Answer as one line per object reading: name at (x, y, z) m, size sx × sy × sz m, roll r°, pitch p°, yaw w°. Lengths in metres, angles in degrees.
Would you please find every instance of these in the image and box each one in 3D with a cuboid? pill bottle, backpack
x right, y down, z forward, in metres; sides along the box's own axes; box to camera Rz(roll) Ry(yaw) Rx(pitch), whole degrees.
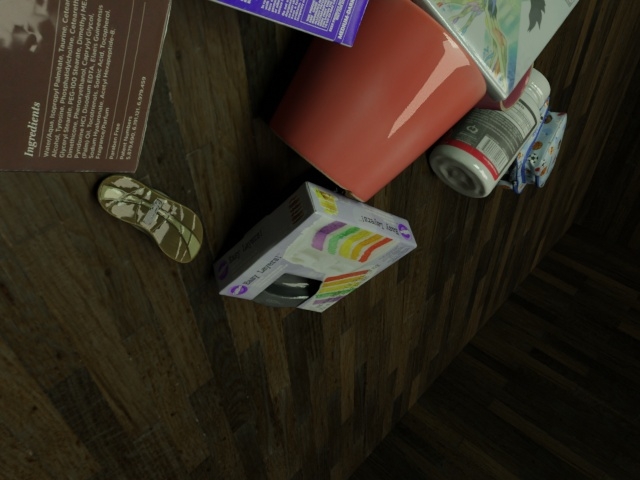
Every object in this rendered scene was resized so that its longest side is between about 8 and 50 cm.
pill bottle at (0.429, -0.277, 1.294) m, size 0.318 × 0.176 × 0.176 m, roll -52°, pitch 148°, yaw -10°
backpack at (0.575, -0.268, 1.496) m, size 0.276 × 0.213 × 0.263 m, roll -56°, pitch 159°, yaw -8°

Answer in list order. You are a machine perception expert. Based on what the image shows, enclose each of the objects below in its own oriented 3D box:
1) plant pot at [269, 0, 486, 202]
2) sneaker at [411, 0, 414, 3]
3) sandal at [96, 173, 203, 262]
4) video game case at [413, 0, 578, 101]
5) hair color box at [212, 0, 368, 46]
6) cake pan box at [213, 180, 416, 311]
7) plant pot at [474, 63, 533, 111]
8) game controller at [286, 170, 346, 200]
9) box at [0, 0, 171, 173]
plant pot at (0.067, -0.210, 0.795) m, size 0.243 × 0.275 × 0.275 m, roll -50°, pitch 150°, yaw 8°
sneaker at (0.156, -0.327, 0.970) m, size 0.122 × 0.110 × 0.282 m, roll 10°, pitch 107°, yaw -38°
sandal at (-0.232, -0.034, 0.716) m, size 0.180 × 0.049 × 0.072 m, roll 41°, pitch 77°, yaw -44°
video game case at (0.305, -0.469, 0.915) m, size 0.329 × 0.036 × 0.300 m, roll 41°, pitch 81°, yaw -23°
hair color box at (-0.113, -0.296, 0.511) m, size 0.339 × 0.185 × 0.110 m, roll -7°, pitch 125°, yaw -52°
cake pan box at (-0.013, 0.028, 0.888) m, size 0.246 × 0.070 × 0.267 m, roll 20°, pitch 135°, yaw -41°
plant pot at (0.327, -0.358, 1.079) m, size 0.201 × 0.180 × 0.201 m, roll -34°, pitch 140°, yaw -34°
game controller at (0.000, 0.000, 1.044) m, size 0.166 × 0.067 × 0.319 m, roll -39°, pitch 144°, yaw -28°
box at (-0.267, -0.162, 0.429) m, size 0.203 × 0.168 × 0.167 m, roll -8°, pitch 125°, yaw -52°
